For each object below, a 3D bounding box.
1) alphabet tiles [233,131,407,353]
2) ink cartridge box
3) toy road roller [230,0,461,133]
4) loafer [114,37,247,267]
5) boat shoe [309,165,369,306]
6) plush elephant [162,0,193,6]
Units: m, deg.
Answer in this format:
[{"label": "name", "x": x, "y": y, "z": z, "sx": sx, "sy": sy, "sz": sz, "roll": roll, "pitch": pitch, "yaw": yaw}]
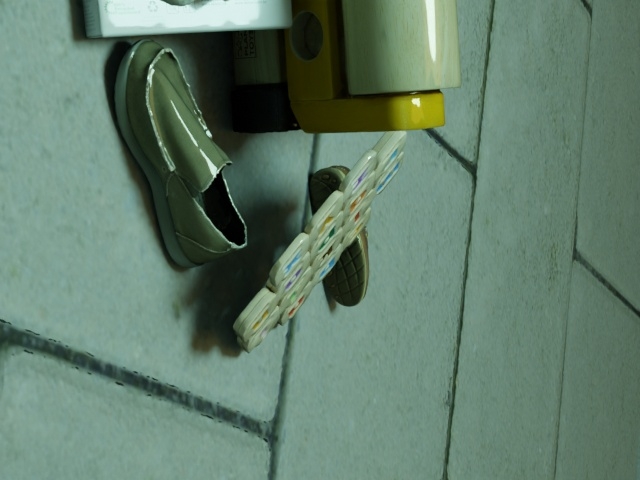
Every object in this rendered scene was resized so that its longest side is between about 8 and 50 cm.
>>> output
[{"label": "alphabet tiles", "x": 0.000, "y": 0.000, "z": 1.537, "sx": 0.284, "sy": 0.021, "sz": 0.278, "roll": -52, "pitch": 171, "yaw": -10}, {"label": "ink cartridge box", "x": -0.134, "y": -0.314, "z": 1.371, "sx": 0.223, "sy": 0.045, "sz": 0.224, "roll": -8, "pitch": 99, "yaw": -34}, {"label": "toy road roller", "x": 0.058, "y": -0.226, "z": 1.526, "sx": 0.241, "sy": 0.329, "sz": 0.202, "roll": -10, "pitch": 99, "yaw": -40}, {"label": "loafer", "x": -0.131, "y": -0.089, "z": 1.417, "sx": 0.094, "sy": 0.087, "sz": 0.251, "roll": -53, "pitch": 134, "yaw": -48}, {"label": "boat shoe", "x": 0.034, "y": -0.008, "z": 1.743, "sx": 0.060, "sy": 0.064, "sz": 0.178, "roll": -25, "pitch": 108, "yaw": -57}, {"label": "plush elephant", "x": -0.192, "y": -0.287, "z": 1.125, "sx": 0.255, "sy": 0.272, "sz": 0.330, "roll": 15, "pitch": 49, "yaw": -35}]
